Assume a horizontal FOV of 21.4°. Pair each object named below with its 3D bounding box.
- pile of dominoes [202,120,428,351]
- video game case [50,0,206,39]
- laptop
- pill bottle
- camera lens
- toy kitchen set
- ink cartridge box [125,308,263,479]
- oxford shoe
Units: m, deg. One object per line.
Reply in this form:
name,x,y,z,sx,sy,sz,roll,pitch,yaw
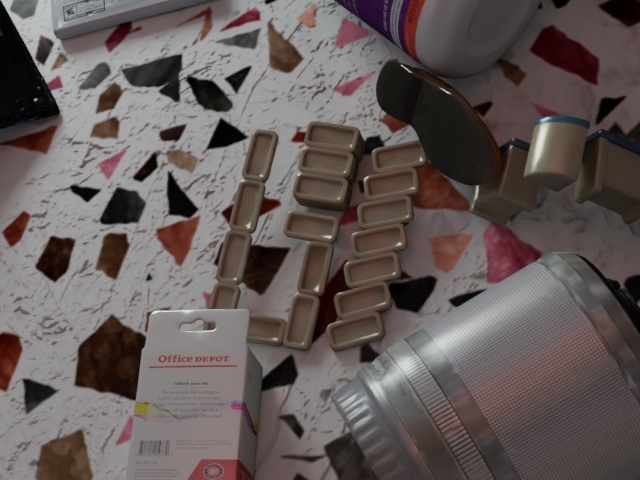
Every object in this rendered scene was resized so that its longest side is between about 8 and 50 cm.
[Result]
pile of dominoes,0.000,0.000,1.778,0.196,0.040,0.251,9,74,15
video game case,-0.226,-0.339,2.004,0.201,0.023,0.183,-14,61,8
laptop,-0.473,-0.160,1.981,0.264,0.137,0.234,-17,58,-24
pill bottle,0.077,-0.326,1.828,0.181,0.181,0.323,-45,62,-10
camera lens,0.176,0.156,1.534,0.274,0.219,0.219,-30,60,-2
toy kitchen set,0.284,-0.065,1.713,0.207,0.166,0.122,22,67,-16
ink cartridge box,-0.122,0.171,1.691,0.115,0.067,0.198,-1,65,13
oxford shoe,0.139,-0.124,1.747,0.212,0.076,0.076,53,128,48
